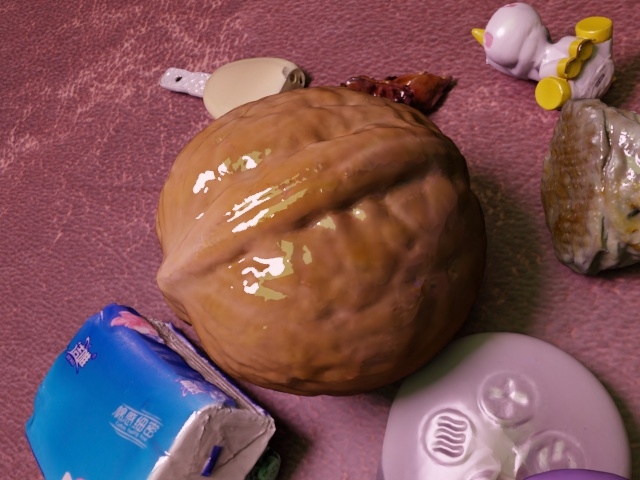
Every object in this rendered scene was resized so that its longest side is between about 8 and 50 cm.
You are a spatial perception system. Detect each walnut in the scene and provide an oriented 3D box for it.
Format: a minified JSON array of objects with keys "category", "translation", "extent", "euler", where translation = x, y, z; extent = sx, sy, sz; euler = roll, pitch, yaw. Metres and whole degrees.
[{"category":"walnut","translation":[0.000,0.000,0.620],"extent":[0.332,0.333,0.333],"euler":[-9,65,21]}]

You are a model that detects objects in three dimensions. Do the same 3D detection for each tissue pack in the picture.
[{"category":"tissue pack","translation":[-0.204,0.207,0.701],"extent":[0.269,0.137,0.209],"euler":[27,81,49]}]

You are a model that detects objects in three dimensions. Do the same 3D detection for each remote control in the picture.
[{"category":"remote control","translation":[0.156,0.246,0.575],"extent":[0.221,0.103,0.332],"euler":[7,73,21]}]

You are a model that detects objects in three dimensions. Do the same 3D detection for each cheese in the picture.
[{"category":"cheese","translation":[-0.146,-0.224,0.941],"extent":[0.251,0.054,0.127],"euler":[18,74,30]}]

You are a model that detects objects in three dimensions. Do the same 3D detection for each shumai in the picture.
[{"category":"shumai","translation":[0.311,-0.064,0.625],"extent":[0.141,0.184,0.184],"euler":[0,67,-1]}]

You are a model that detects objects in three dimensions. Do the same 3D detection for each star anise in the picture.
[{"category":"star anise","translation":[0.087,-0.145,0.808],"extent":[0.158,0.144,0.140],"euler":[-1,24,17]}]

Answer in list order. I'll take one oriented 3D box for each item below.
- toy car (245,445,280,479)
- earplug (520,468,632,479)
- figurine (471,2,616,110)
[{"category":"toy car","translation":[-0.099,0.290,0.702],"extent":[0.073,0.054,0.143],"euler":[20,77,32]},{"category":"earplug","translation":[0.140,0.375,0.401],"extent":[0.215,0.215,0.456],"euler":[12,90,28]},{"category":"figurine","translation":[0.243,-0.209,0.718],"extent":[0.178,0.129,0.109],"euler":[30,103,28]}]
